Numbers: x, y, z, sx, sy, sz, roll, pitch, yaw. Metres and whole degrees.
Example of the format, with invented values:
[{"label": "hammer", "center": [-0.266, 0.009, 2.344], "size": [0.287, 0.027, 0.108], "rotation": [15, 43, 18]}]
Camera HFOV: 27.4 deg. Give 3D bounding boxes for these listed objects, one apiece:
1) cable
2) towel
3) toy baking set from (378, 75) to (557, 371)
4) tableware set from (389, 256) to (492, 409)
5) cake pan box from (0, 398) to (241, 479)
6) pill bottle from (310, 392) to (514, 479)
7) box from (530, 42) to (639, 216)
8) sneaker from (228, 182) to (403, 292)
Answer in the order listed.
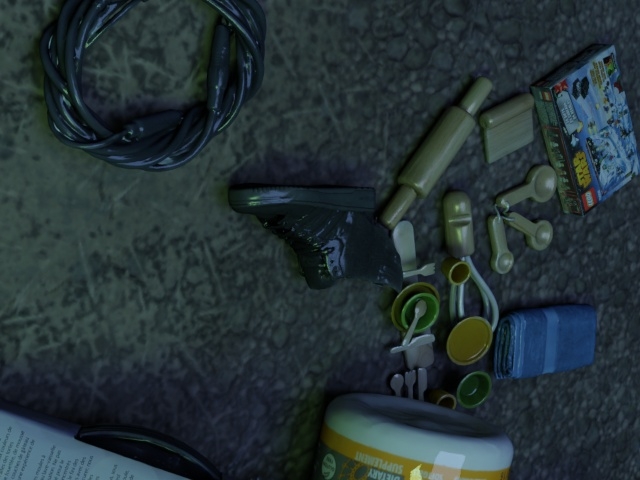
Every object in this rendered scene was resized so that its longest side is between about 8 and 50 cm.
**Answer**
[{"label": "cable", "center": [-0.120, -0.125, 0.942], "size": [0.184, 0.047, 0.150], "rotation": [-48, 129, -22]}, {"label": "towel", "center": [0.214, 0.095, 1.254], "size": [0.119, 0.029, 0.067], "rotation": [-3, 102, -36]}, {"label": "toy baking set", "center": [0.134, -0.014, 1.166], "size": [0.256, 0.030, 0.197], "rotation": [-51, 125, -17]}, {"label": "tableware set", "center": [0.111, 0.087, 1.153], "size": [0.104, 0.024, 0.154], "rotation": [-13, 115, -22]}, {"label": "cake pan box", "center": [-0.159, 0.261, 0.903], "size": [0.246, 0.070, 0.267], "rotation": [19, 88, -6]}, {"label": "pill bottle", "center": [0.056, 0.278, 1.089], "size": [0.162, 0.162, 0.278], "rotation": [9, 94, -39]}, {"label": "box", "center": [0.253, -0.104, 1.239], "size": [0.094, 0.027, 0.137], "rotation": [-34, 119, -29]}, {"label": "sneaker", "center": [-0.002, 0.000, 1.051], "size": [0.170, 0.051, 0.089], "rotation": [-1, 96, -41]}]
